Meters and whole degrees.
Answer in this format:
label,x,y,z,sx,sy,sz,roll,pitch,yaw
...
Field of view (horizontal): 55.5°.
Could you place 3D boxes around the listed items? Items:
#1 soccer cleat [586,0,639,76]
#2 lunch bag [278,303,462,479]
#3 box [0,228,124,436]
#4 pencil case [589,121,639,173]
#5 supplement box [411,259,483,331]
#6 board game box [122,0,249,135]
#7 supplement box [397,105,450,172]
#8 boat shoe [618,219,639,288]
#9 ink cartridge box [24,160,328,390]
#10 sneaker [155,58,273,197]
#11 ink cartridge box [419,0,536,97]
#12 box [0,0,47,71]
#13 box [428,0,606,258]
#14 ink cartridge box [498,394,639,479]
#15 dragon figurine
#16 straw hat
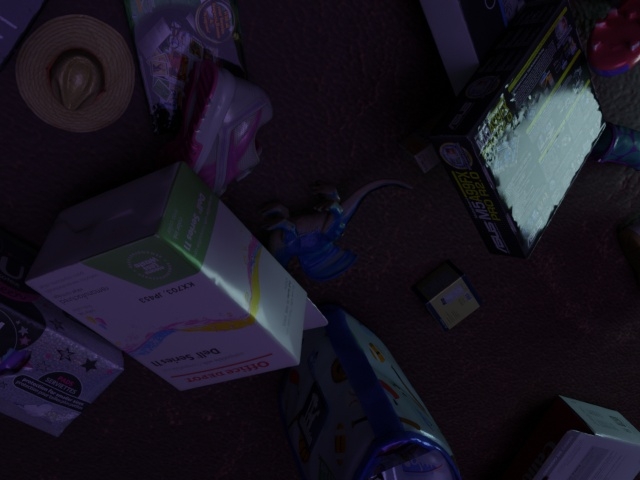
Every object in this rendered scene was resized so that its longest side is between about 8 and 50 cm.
label,x,y,z,sx,sy,sz,roll,pitch,yaw
soccer cleat,0.432,-0.296,0.850,0.248,0.083,0.095,-61,145,-30
lunch bag,0.080,0.329,0.961,0.239,0.327,0.385,-20,122,-7
box,-0.389,0.106,0.770,0.142,0.163,0.247,-45,122,8
pencil case,0.520,-0.149,1.024,0.152,0.064,0.070,12,95,-24
supplement box,0.218,0.095,1.045,0.083,0.056,0.083,-38,122,1
board game box,-0.165,-0.265,0.741,0.136,0.030,0.259,-11,119,-12
supplement box,0.172,-0.151,0.900,0.098,0.062,0.036,-37,123,0
boat shoe,0.668,0.060,1.164,0.096,0.098,0.277,-37,121,2
ink cartridge box,-0.157,0.083,0.786,0.207,0.119,0.353,-18,135,25
sneaker,-0.135,-0.101,0.772,0.111,0.102,0.252,6,137,-33
ink cartridge box,0.256,-0.235,0.850,0.165,0.065,0.332,-49,127,-25
box,-0.347,-0.291,0.615,0.153,0.108,0.207,35,100,-30
box,0.270,-0.145,0.796,0.270,0.060,0.216,-53,126,-22
ink cartridge box,0.512,0.503,1.317,0.272,0.130,0.309,20,107,-25
dragon figurine,0.000,0.000,0.900,0.289,0.085,0.144,-23,123,-2
straw hat,-0.287,-0.189,0.716,0.145,0.061,0.144,-9,118,-16
